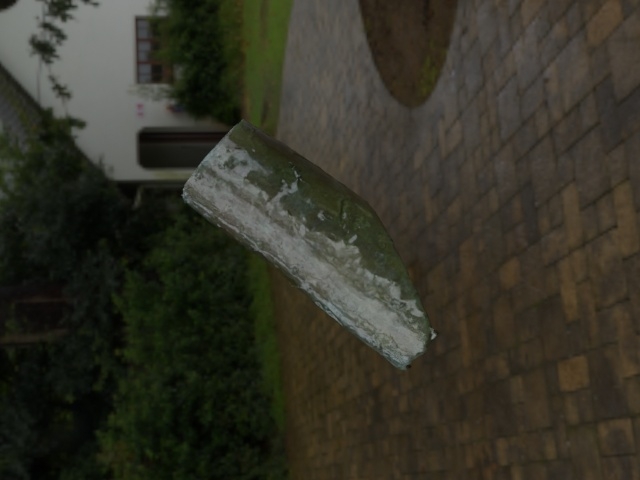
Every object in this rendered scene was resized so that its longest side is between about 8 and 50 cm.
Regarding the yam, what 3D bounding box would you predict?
[{"bbox_3d":[0.000,0.000,0.774,0.106,0.259,0.106,-52,-6,-8],"label":"yam"}]
